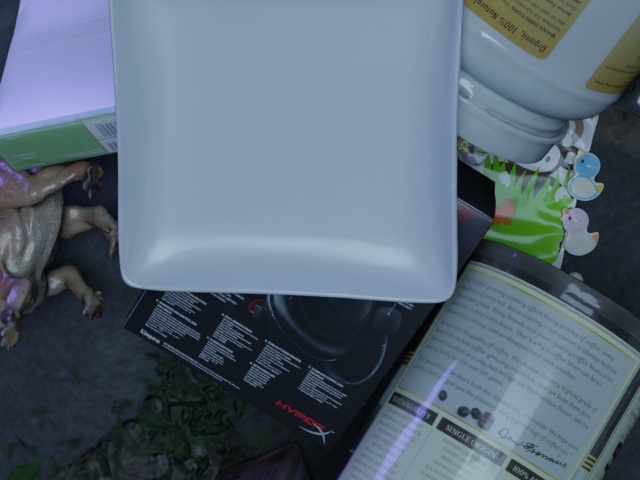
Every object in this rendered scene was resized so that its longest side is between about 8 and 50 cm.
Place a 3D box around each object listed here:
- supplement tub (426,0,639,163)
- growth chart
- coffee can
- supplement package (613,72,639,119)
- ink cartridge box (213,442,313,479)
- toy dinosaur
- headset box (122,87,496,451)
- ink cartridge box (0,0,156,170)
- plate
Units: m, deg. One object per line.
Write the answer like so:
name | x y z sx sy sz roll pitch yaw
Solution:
supplement tub | 0.198 -0.241 1.342 0.228 0.228 0.316 37 114 0
growth chart | 0.174 -0.076 1.509 0.172 0.021 0.237 2 94 2
coffee can | 0.146 0.166 1.407 0.201 0.201 0.275 32 83 1
supplement package | 0.410 -0.185 1.429 0.204 0.145 0.262 28 93 0
ink cartridge box | -0.031 0.294 1.429 0.088 0.234 0.193 -22 92 4
toy dinosaur | -0.290 -0.007 1.490 0.200 0.127 0.295 19 80 27
headset box | 0.000 0.000 1.429 0.218 0.110 0.293 31 111 -5
ink cartridge box | -0.191 -0.183 1.452 0.171 0.056 0.235 -9 55 23
plate | -0.026 -0.091 1.316 0.278 0.045 0.277 2 108 9
